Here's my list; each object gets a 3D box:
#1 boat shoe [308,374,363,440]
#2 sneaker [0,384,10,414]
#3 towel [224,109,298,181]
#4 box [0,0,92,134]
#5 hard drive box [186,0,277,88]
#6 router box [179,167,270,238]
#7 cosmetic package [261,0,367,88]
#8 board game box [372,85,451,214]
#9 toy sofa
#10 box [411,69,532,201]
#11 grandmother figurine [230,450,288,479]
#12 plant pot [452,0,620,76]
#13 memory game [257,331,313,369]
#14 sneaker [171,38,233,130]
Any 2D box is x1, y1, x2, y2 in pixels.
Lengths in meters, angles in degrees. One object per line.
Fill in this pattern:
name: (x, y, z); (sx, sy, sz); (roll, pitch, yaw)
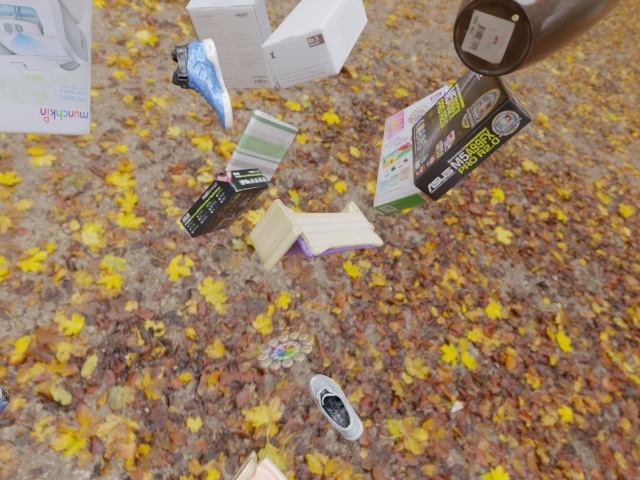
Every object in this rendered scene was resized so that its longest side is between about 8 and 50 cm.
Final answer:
boat shoe: (0.032, 0.437, 1.099); (0.079, 0.081, 0.227); (-39, 40, -11)
sneaker: (-0.543, 0.264, 0.576); (0.221, 0.083, 0.087); (-13, 16, 11)
towel: (-0.118, -0.165, 0.762); (0.113, 0.152, 0.023); (7, 34, -52)
box: (-0.463, -0.268, 0.544); (0.126, 0.231, 0.262); (14, 16, 13)
hard drive box: (-0.224, -0.536, 1.087); (0.181, 0.232, 0.089); (4, 58, 11)
router box: (-0.149, -0.060, 0.632); (0.038, 0.122, 0.092); (53, 27, 6)
cosmetic package: (-0.001, -0.373, 0.722); (0.117, 0.086, 0.231); (-2, 47, 29)
board game box: (0.275, -0.253, 1.168); (0.064, 0.242, 0.317); (21, 70, -31)
toy sofa: (0.000, 0.000, 1.117); (0.362, 0.150, 0.177); (-6, 56, -52)
box: (0.279, -0.231, 0.801); (0.060, 0.216, 0.270); (33, 38, -16)
grandmother figurine: (-0.026, 0.563, 0.782); (0.342, 0.208, 0.104); (39, 80, 5)
plant pot: (0.290, -0.340, 0.574); (0.215, 0.215, 0.230); (37, 65, 12)
memory game: (-0.110, 0.346, 1.278); (0.186, 0.012, 0.186); (-15, 18, 5)
sneaker: (-0.205, -0.258, 0.688); (0.084, 0.058, 0.152); (-16, 104, -13)
